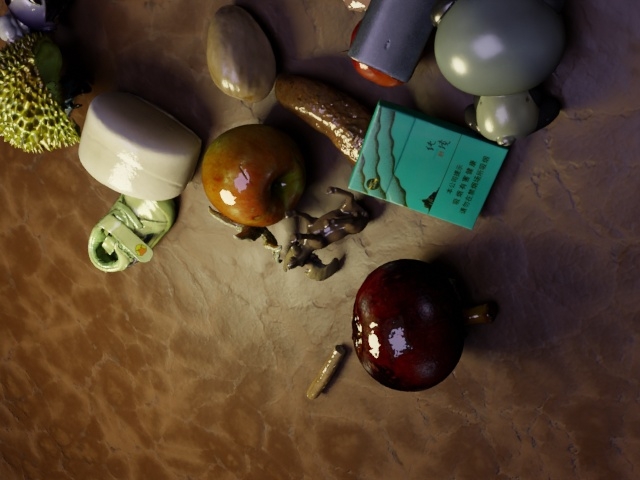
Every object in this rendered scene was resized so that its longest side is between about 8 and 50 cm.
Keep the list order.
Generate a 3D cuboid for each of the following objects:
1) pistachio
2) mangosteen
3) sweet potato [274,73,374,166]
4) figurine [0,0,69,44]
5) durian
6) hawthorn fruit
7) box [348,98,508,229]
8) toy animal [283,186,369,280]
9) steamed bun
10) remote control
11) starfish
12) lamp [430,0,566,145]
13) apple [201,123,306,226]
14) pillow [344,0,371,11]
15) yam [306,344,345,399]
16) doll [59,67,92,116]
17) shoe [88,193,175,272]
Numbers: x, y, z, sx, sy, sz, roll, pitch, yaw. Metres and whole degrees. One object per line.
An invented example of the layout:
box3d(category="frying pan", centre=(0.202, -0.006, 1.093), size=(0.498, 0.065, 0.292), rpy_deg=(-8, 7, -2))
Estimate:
box3d(category="pistachio", centre=(-0.149, -0.337, 1.707), size=(0.126, 0.108, 0.186), rpy_deg=(-22, 89, 19))
box3d(category="mangosteen", centre=(0.185, 0.145, 1.668), size=(0.261, 0.235, 0.236), rpy_deg=(-8, 113, -11))
box3d(category="sweet potato", centre=(0.054, -0.194, 1.653), size=(0.341, 0.092, 0.114), rpy_deg=(42, 151, 10))
box3d(category="figurine", centre=(-0.586, -0.488, 1.899), size=(0.145, 0.145, 0.222), rpy_deg=(47, 129, 6))
box3d(category="durian", centre=(-0.580, -0.283, 1.881), size=(0.176, 0.200, 0.237), rpy_deg=(-17, 106, 15))
box3d(category="hawthorn fruit", centre=(0.106, -0.316, 1.539), size=(0.125, 0.140, 0.125), rpy_deg=(-1, 87, 21))
box3d(category="box", centre=(0.177, -0.125, 1.576), size=(0.226, 0.042, 0.161), rpy_deg=(19, 117, -3))
box3d(category="toy animal", centre=(0.000, 0.000, 1.760), size=(0.214, 0.186, 0.094), rpy_deg=(-26, 65, 16))
box3d(category="steamed bun", centre=(-0.373, -0.186, 1.878), size=(0.241, 0.164, 0.146), rpy_deg=(34, 124, 17))
box3d(category="remote control", centre=(0.164, -0.433, 1.427), size=(0.107, 0.044, 0.378), rpy_deg=(26, 105, 6))
box3d(category="starfish", centre=(-0.141, -0.018, 1.804), size=(0.176, 0.208, 0.053), rpy_deg=(28, 86, -2))
box3d(category="lamp", centre=(0.276, -0.273, 1.429), size=(0.197, 0.198, 0.244), rpy_deg=(7, 131, 30))
box3d(category="apple", centre=(-0.126, -0.123, 1.734), size=(0.196, 0.196, 0.196), rpy_deg=(13, 117, 27))
box3d(category="pillow", centre=(0.144, -0.446, 1.509), size=(0.248, 0.049, 0.135), rpy_deg=(-1, 111, 28))
box3d(category="yam", centre=(0.011, 0.270, 1.919), size=(0.032, 0.032, 0.145), rpy_deg=(37, 125, 13))
box3d(category="doll", centre=(-0.565, -0.287, 2.015), size=(0.195, 0.070, 0.096), rpy_deg=(-37, 73, 31))
box3d(category="shoe", centre=(-0.400, -0.021, 2.007), size=(0.140, 0.128, 0.262), rpy_deg=(38, 130, -5))
